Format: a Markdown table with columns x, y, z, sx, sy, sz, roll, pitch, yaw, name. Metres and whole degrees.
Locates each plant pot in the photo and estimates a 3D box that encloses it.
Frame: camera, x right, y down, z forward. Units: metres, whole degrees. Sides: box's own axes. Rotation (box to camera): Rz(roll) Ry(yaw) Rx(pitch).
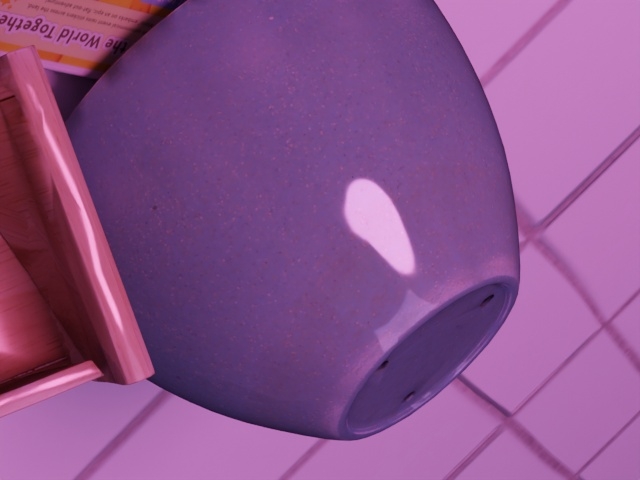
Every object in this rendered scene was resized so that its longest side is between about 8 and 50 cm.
| x | y | z | sx | sy | sz | roll | pitch | yaw | name |
| --- | --- | --- | --- | --- | --- | --- | --- | --- | --- |
| 0.000 | 0.000 | 1.098 | 0.290 | 0.195 | 0.290 | -35 | 158 | -17 | plant pot |

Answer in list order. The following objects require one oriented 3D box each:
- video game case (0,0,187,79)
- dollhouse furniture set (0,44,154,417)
| x | y | z | sx | sy | sz | roll | pitch | yaw | name |
| --- | --- | --- | --- | --- | --- | --- | --- | --- | --- |
| -0.082 | -0.173 | 0.980 | 0.227 | 0.026 | 0.206 | 6 | 124 | -55 | video game case |
| -0.165 | 0.027 | 0.746 | 0.256 | 0.362 | 0.394 | -22 | -173 | -22 | dollhouse furniture set |
